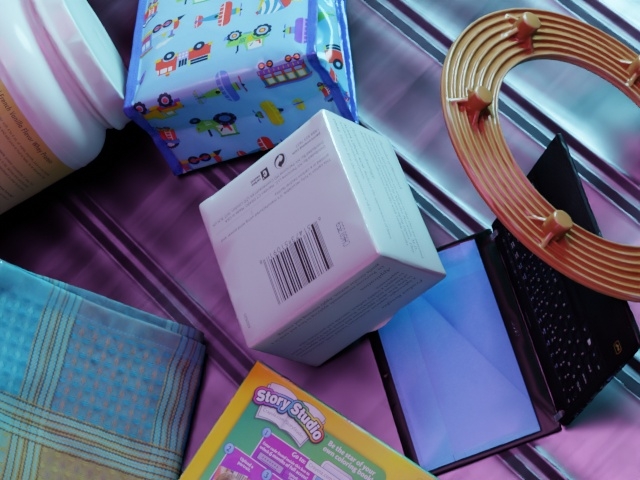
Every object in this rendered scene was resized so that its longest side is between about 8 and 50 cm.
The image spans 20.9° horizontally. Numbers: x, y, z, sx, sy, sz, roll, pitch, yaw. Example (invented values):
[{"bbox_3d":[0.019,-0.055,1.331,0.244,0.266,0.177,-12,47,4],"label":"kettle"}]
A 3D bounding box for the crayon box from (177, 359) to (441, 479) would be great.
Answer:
[{"bbox_3d":[0.009,0.256,1.669,0.278,0.081,0.165,31,85,28],"label":"crayon box"}]

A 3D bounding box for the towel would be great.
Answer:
[{"bbox_3d":[-0.254,0.223,1.699,0.040,0.271,0.370,-19,55,51],"label":"towel"}]

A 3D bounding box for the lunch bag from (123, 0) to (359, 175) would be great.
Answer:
[{"bbox_3d":[-0.090,-0.248,1.925,0.221,0.138,0.293,-14,54,16],"label":"lunch bag"}]

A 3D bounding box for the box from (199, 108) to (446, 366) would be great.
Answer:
[{"bbox_3d":[0.000,0.000,1.746,0.181,0.119,0.182,-36,57,25],"label":"box"}]

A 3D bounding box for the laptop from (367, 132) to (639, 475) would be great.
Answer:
[{"bbox_3d":[0.162,0.067,1.677,0.136,0.264,0.234,-4,60,-23],"label":"laptop"}]

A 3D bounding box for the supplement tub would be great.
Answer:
[{"bbox_3d":[-0.378,-0.144,1.908,0.316,0.228,0.228,-29,61,5],"label":"supplement tub"}]

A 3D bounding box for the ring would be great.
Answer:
[{"bbox_3d":[0.263,-0.091,1.640,0.032,0.336,0.336,-49,49,44],"label":"ring"}]
